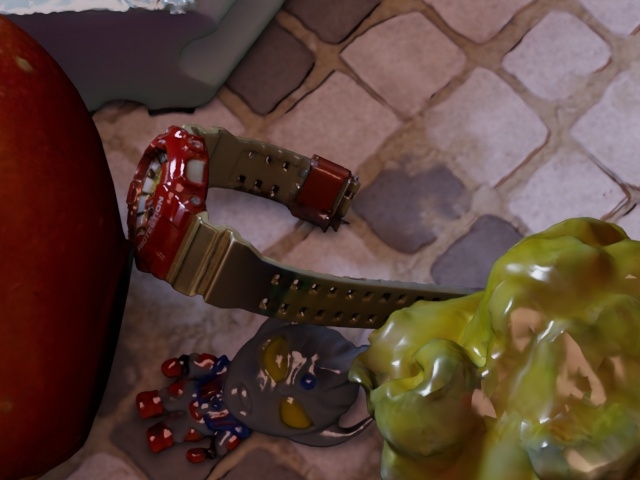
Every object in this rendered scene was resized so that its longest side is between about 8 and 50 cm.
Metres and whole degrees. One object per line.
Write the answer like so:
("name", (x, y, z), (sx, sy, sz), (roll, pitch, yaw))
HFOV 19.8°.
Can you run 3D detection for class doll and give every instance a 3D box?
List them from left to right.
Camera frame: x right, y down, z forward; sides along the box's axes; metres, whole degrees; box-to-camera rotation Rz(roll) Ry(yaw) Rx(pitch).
("doll", (-0.037, 0.106, 1.340), (0.194, 0.062, 0.104), (-16, 73, 3))

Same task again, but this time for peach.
("peach", (-0.283, 0.028, 1.222), (0.310, 0.335, 0.406), (4, 65, 0))

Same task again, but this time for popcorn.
("popcorn", (0.193, 0.146, 1.219), (0.321, 0.290, 0.326), (-37, 105, -14))

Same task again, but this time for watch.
("watch", (-0.008, -0.005, 1.321), (0.268, 0.102, 0.165), (9, 35, -28))

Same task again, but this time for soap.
("soap", (-0.116, -0.296, 1.416), (0.261, 0.156, 0.446), (34, 77, 10))
